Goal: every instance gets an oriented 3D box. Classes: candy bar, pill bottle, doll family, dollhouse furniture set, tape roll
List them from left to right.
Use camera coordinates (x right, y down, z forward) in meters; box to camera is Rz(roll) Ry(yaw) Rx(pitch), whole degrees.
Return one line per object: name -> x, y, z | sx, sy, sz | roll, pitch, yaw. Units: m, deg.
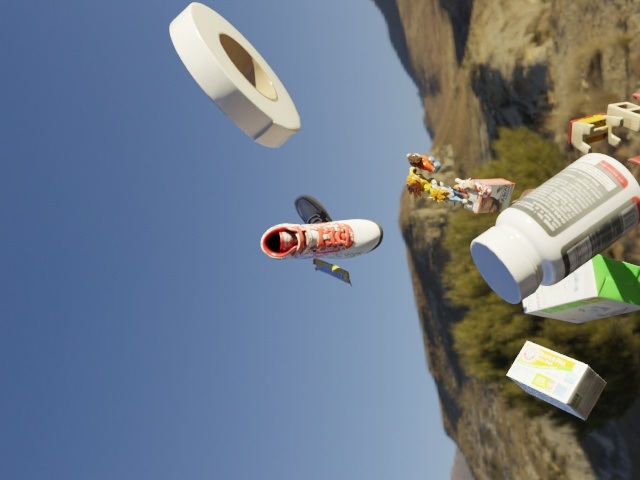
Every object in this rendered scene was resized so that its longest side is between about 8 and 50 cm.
tape roll -> -0.197, -0.394, 1.718 | 0.392, 0.072, 0.392 | 46, -162, -20
candy bar -> 0.030, 0.076, 1.771 | 0.018, 0.161, 0.040 | -30, -63, -25
doll family -> 0.318, -0.138, 1.890 | 0.163, 0.263, 0.118 | 0, -64, -58
pill bottle -> 0.421, -0.020, 1.286 | 0.161, 0.283, 0.161 | 54, 170, 15
dollhouse furniture set -> 0.785, -0.254, 1.823 | 0.152, 0.374, 0.201 | -129, 28, -58

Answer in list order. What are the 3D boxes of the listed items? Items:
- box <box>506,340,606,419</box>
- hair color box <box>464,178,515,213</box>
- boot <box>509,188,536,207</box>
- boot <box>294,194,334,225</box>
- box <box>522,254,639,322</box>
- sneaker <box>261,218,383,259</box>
box -> 0.600, 0.355, 1.831 | 0.103, 0.203, 0.114 | 39, -101, -31
hair color box -> 0.515, -0.136, 2.171 | 0.167, 0.053, 0.093 | -6, -64, -42
boot -> 0.510, -0.100, 1.682 | 0.114, 0.106, 0.037 | -27, -71, -51
boot -> -0.003, -0.043, 1.870 | 0.190, 0.069, 0.086 | 47, -167, 2
box -> 0.726, 0.135, 1.978 | 0.262, 0.231, 0.126 | 13, -115, -37
sneaker -> -0.001, 0.001, 1.632 | 0.145, 0.270, 0.090 | 0, -94, -72
